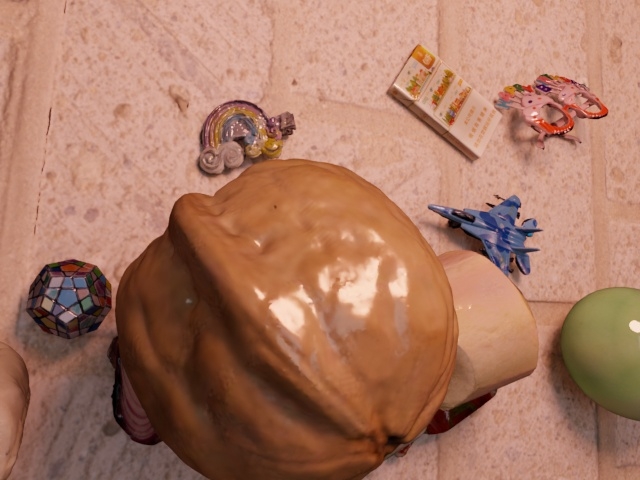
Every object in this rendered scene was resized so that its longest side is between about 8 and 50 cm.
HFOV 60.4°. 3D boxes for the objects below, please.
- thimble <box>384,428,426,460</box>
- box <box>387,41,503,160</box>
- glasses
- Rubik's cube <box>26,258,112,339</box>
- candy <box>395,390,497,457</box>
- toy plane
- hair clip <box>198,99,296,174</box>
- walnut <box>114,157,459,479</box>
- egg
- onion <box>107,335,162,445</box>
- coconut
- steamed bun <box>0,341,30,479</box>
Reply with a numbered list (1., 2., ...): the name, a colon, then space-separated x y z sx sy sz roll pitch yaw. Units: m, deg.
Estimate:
1. thimble: 0.048 0.229 0.831 0.149 0.185 0.211 -24 82 -23
2. box: 0.245 -0.267 1.060 0.220 0.032 0.122 36 70 -12
3. glasses: 0.470 -0.268 1.129 0.255 0.095 0.162 -21 64 -28
4. Rubik's cube: -0.343 0.079 0.754 0.093 0.111 0.111 30 71 -40
5. candy: 0.229 0.274 0.959 0.292 0.059 0.086 -25 88 -23
6. toy plane: 0.301 -0.022 1.024 0.246 0.078 0.169 16 76 -11
7. hair clip: -0.125 -0.177 0.905 0.172 0.049 0.116 -14 74 -14
8. walnut: -0.038 0.090 0.616 0.381 0.381 0.381 3 81 -20
9. egg: 0.570 0.209 1.011 0.270 0.220 0.220 46 69 -19
10. onion: -0.225 0.175 0.785 0.098 0.151 0.206 15 84 -53
11. coconut: 0.220 0.134 0.885 0.244 0.239 0.239 -19 89 -18
12. steamed bun: -0.534 0.211 0.585 0.383 0.247 0.236 18 87 -23
